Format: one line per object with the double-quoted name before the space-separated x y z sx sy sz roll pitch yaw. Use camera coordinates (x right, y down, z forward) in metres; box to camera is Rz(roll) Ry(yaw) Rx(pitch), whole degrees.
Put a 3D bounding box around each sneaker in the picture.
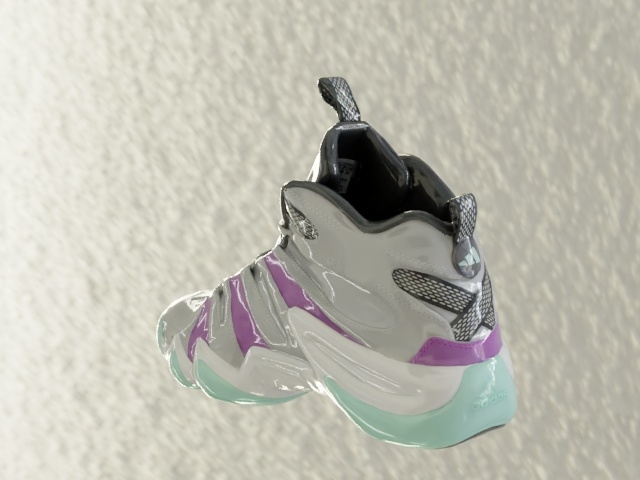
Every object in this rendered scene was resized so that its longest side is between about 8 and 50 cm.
"sneaker" 0.000 0.000 0.409 0.098 0.038 0.069 8 -71 45
